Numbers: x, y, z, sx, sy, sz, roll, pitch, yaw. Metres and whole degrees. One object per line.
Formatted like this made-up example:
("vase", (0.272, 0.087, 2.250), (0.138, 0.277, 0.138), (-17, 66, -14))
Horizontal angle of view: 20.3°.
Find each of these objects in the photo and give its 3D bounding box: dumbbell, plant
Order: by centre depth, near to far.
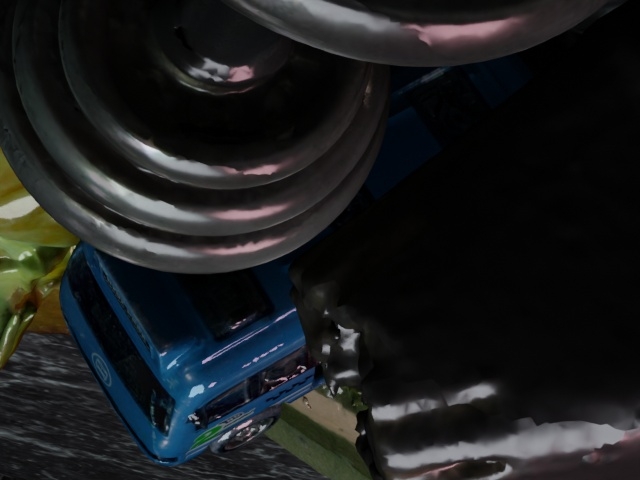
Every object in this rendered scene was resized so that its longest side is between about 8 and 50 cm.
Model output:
("plant", (0.121, 0.008, 0.613), (0.256, 0.164, 0.142), (-21, 160, -2))
("dumbbell", (-0.016, -0.102, 0.623), (0.179, 0.179, 0.406), (14, 164, -12))

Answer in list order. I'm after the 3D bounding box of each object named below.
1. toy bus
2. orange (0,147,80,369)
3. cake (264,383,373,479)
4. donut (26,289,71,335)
("toy bus", (0.000, 0.000, 0.863), (0.246, 0.113, 0.134), (-29, 164, -14))
("orange", (-0.241, -0.033, 0.892), (0.262, 0.196, 0.334), (24, 124, -19))
("cake", (-0.002, 0.104, 1.219), (0.283, 0.172, 0.158), (5, 142, 0))
("donut", (-0.220, -0.031, 1.138), (0.272, 0.107, 0.272), (7, 159, 3))
